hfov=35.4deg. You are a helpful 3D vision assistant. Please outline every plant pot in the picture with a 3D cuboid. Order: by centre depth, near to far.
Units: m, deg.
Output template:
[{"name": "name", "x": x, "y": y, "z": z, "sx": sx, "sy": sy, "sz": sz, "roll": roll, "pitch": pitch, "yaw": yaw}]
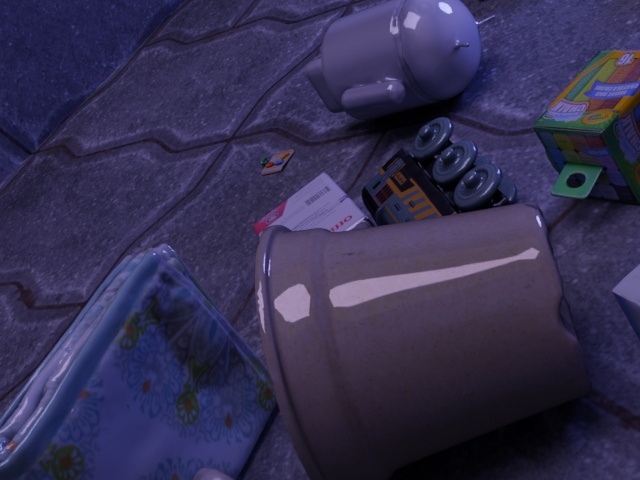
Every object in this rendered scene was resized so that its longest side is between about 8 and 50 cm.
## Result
[{"name": "plant pot", "x": 0.128, "y": 0.102, "z": 1.132, "sx": 0.305, "sy": 0.334, "sz": 0.334, "roll": -16, "pitch": 33, "yaw": 13}]

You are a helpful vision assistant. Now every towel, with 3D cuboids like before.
[{"name": "towel", "x": -0.218, "y": 0.234, "z": 1.268, "sx": 0.090, "sy": 0.320, "sz": 0.374, "roll": -5, "pitch": 41, "yaw": 41}]

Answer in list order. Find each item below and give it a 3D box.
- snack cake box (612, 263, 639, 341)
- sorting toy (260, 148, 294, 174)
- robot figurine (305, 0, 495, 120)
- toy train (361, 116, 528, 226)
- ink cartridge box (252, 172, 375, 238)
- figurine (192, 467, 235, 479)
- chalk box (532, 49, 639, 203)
[{"name": "snack cake box", "x": 0.381, "y": 0.097, "z": 0.875, "sx": 0.152, "sy": 0.264, "sz": 0.089, "roll": -41, "pitch": 30, "yaw": -7}, {"name": "sorting toy", "x": -0.097, "y": -0.158, "z": 2.022, "sx": 0.083, "sy": 0.012, "sz": 0.062, "roll": -9, "pitch": 40, "yaw": 40}, {"name": "robot figurine", "x": 0.144, "y": -0.337, "z": 1.828, "sx": 0.353, "sy": 0.200, "sz": 0.300, "roll": -10, "pitch": 40, "yaw": 40}, {"name": "toy train", "x": 0.181, "y": -0.046, "z": 1.448, "sx": 0.190, "sy": 0.142, "sz": 0.334, "roll": -45, "pitch": 30, "yaw": 10}, {"name": "ink cartridge box", "x": 0.000, "y": 0.000, "z": 1.607, "sx": 0.158, "sy": 0.092, "sz": 0.218, "roll": -37, "pitch": 27, "yaw": 0}, {"name": "figurine", "x": -0.117, "y": 0.391, "z": 1.157, "sx": 0.215, "sy": 0.092, "sz": 0.209, "roll": 13, "pitch": 60, "yaw": 44}, {"name": "chalk box", "x": 0.388, "y": -0.141, "z": 1.350, "sx": 0.213, "sy": 0.132, "sz": 0.132, "roll": -47, "pitch": 30, "yaw": -18}]
